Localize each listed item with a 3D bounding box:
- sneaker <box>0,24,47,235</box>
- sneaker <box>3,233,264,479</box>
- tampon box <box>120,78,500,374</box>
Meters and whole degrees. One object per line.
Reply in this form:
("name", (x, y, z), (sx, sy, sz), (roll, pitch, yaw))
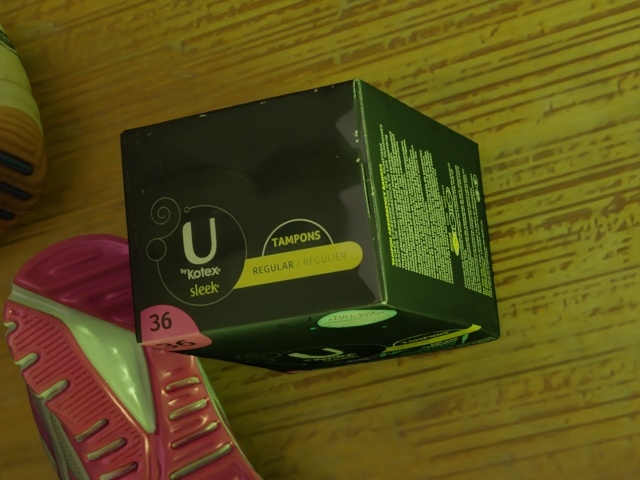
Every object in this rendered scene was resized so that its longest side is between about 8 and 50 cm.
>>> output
("sneaker", (-0.280, -0.025, 0.990), (0.296, 0.112, 0.131), (-27, 55, 17))
("sneaker", (-0.080, 0.116, 0.873), (0.103, 0.111, 0.252), (-19, 94, -9))
("tampon box", (0.000, 0.000, 0.814), (0.120, 0.161, 0.101), (-11, 78, 23))
